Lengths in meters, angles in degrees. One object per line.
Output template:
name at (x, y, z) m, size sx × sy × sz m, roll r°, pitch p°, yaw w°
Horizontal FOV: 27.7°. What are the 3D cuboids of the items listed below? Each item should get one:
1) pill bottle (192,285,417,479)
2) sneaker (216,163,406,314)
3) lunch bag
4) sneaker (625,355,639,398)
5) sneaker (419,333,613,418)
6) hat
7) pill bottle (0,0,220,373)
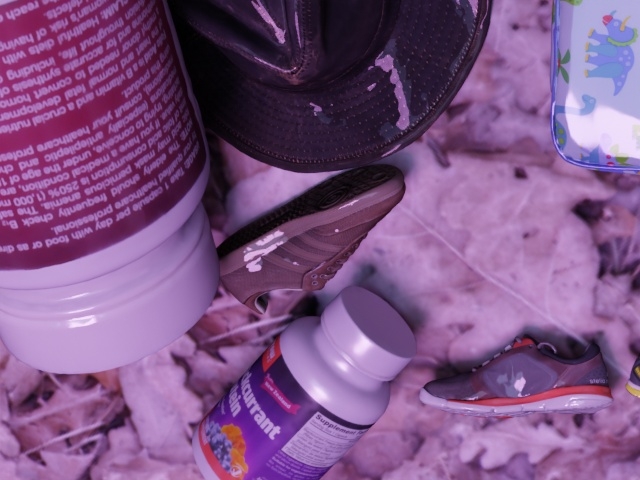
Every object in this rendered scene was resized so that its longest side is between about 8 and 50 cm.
pill bottle at (-0.011, 0.132, 1.079) m, size 0.108 × 0.108 × 0.193 m, roll 43°, pitch 112°, yaw 3°
sneaker at (0.000, 0.000, 1.074) m, size 0.188 × 0.066 × 0.071 m, roll -24°, pitch 113°, yaw 27°
lunch bag at (0.255, -0.154, 0.926) m, size 0.176 × 0.090 × 0.219 m, roll 4°, pitch 105°, yaw 17°
sneaker at (0.283, 0.112, 1.020) m, size 0.083 × 0.031 × 0.035 m, roll 10°, pitch 107°, yaw 15°
sneaker at (0.158, 0.110, 1.057) m, size 0.158 × 0.061 × 0.065 m, roll -5°, pitch 76°, yaw 18°
hat at (-0.034, -0.203, 0.984) m, size 0.331 × 0.134 × 0.331 m, roll 4°, pitch 105°, yaw 16°
pill bottle at (-0.209, -0.107, 0.946) m, size 0.224 × 0.224 × 0.392 m, roll 0°, pitch 128°, yaw 18°
